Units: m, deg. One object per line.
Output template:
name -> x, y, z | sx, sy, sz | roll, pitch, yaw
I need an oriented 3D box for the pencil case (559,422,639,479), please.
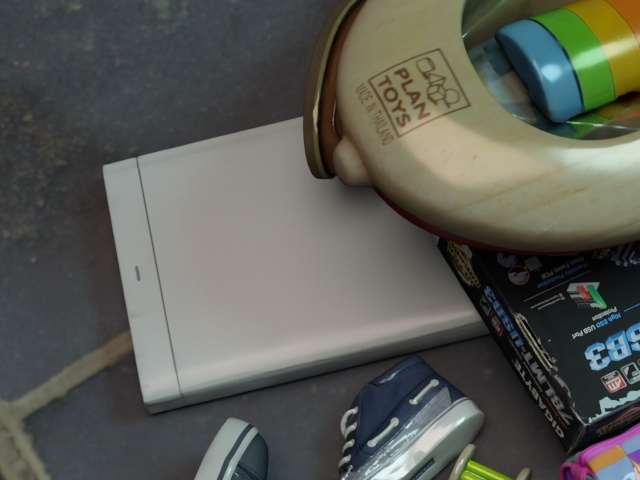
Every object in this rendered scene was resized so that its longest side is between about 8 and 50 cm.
pencil case -> 0.305, 0.163, 1.428 | 0.236, 0.104, 0.104 | -27, 65, -14

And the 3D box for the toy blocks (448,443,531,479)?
toy blocks -> 0.160, 0.245, 1.453 | 0.148, 0.054, 0.123 | 24, 70, 15

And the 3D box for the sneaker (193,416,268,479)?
sneaker -> -0.079, 0.301, 1.423 | 0.127, 0.126, 0.321 | 19, 64, 4

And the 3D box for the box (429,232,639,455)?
box -> 0.258, -0.011, 1.509 | 0.295, 0.073, 0.293 | -24, 68, -16

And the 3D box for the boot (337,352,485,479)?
boot -> 0.040, 0.179, 1.498 | 0.190, 0.069, 0.086 | -38, 60, -18

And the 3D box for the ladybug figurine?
ladybug figurine -> 0.210, -0.125, 1.434 | 0.449, 0.162, 0.305 | -18, 65, -15

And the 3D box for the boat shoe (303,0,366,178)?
boat shoe -> 0.075, -0.171, 1.574 | 0.104, 0.111, 0.307 | 7, 50, 21

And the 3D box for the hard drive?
hard drive -> 0.000, 0.000, 1.587 | 0.353, 0.047, 0.233 | -13, 65, 1
